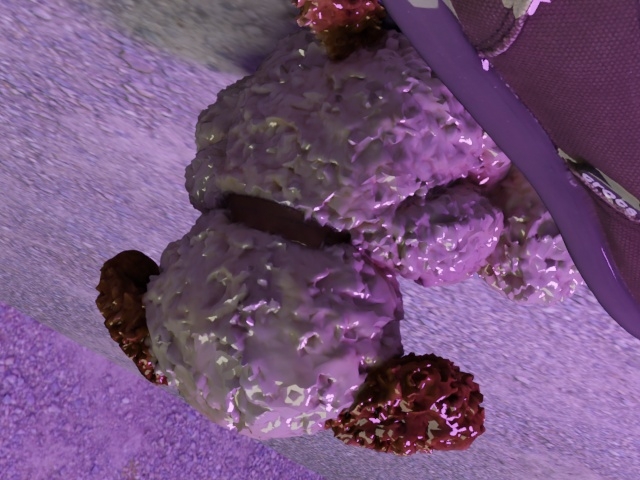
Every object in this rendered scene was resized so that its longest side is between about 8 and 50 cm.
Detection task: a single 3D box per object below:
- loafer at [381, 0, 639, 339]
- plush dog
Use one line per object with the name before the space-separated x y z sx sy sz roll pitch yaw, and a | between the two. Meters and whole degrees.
loafer | 0.161 -0.043 0.589 0.130 0.134 0.366 7 159 45
plush dog | 0.000 0.000 0.788 0.262 0.225 0.210 16 164 22
